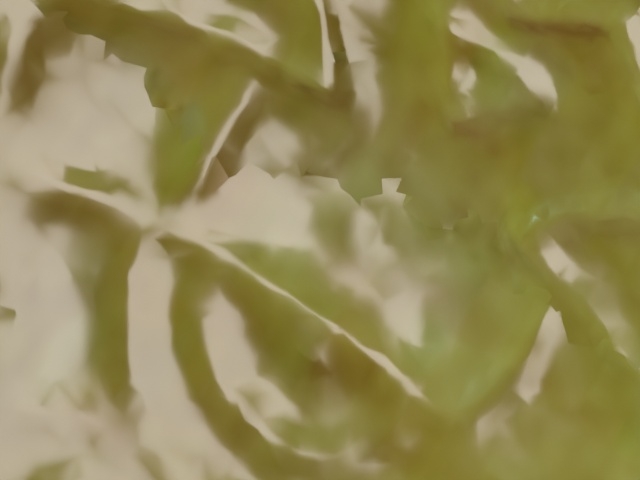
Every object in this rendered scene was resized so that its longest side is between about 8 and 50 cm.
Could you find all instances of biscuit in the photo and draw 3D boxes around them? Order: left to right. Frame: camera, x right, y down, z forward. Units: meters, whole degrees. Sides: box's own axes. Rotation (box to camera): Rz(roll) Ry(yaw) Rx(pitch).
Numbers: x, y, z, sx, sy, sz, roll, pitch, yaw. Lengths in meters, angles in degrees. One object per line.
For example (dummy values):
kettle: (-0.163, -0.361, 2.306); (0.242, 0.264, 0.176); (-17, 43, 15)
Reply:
biscuit: (0.001, 0.000, 0.456); (0.385, 0.062, 0.365); (33, 71, -13)
